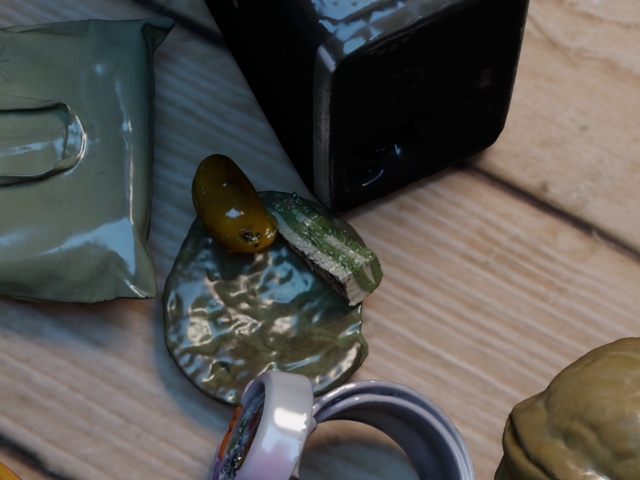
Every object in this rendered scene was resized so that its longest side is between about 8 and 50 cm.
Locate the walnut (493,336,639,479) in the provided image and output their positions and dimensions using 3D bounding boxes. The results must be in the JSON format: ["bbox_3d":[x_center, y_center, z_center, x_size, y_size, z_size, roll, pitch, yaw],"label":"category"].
[{"bbox_3d":[0.310,0.227,1.759,0.313,0.277,0.252,24,53,6],"label":"walnut"}]

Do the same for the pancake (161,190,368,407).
[{"bbox_3d":[-0.050,0.060,1.948,0.222,0.042,0.236,-15,66,-6],"label":"pancake"}]

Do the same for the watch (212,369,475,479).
[{"bbox_3d":[0.009,0.254,1.823,0.231,0.196,0.244,20,70,-15],"label":"watch"}]

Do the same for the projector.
[{"bbox_3d":[0.016,-0.295,1.898,0.242,0.395,0.405,-25,70,-8],"label":"projector"}]

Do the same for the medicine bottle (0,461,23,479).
[{"bbox_3d":[-0.299,0.277,1.801,0.222,0.149,0.112,39,73,14],"label":"medicine bottle"}]

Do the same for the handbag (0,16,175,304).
[{"bbox_3d":[-0.278,-0.082,1.969,0.253,0.109,0.316,-1,69,5],"label":"handbag"}]

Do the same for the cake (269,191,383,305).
[{"bbox_3d":[0.000,0.000,1.930,0.051,0.055,0.140,-41,70,-16],"label":"cake"}]

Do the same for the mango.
[{"bbox_3d":[-0.090,-0.036,1.935,0.063,0.077,0.127,-39,54,13],"label":"mango"}]
